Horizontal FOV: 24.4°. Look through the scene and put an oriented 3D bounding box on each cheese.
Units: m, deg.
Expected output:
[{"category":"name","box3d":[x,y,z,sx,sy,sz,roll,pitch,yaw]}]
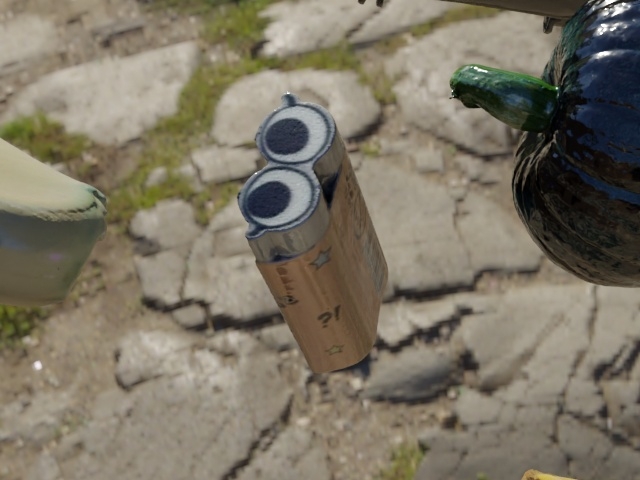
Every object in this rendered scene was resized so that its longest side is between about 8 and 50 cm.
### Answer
[{"category":"cheese","box3d":[-0.172,-0.027,0.614,0.171,0.048,0.092,26,18,5]}]

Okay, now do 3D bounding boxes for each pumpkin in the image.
[{"category":"pumpkin","box3d":[0.222,-0.091,1.187,0.248,0.248,0.248,-6,40,6]}]

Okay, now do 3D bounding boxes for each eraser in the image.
[{"category":"eraser","box3d":[0.000,0.000,1.507,0.087,0.290,0.171,3,61,16]}]

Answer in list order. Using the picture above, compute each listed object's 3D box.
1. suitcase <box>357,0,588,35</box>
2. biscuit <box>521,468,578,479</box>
[{"category":"suitcase","box3d":[0.183,-0.417,1.482,0.283,0.434,0.194,8,35,-4]},{"category":"biscuit","box3d":[0.211,0.177,0.744,0.260,0.203,0.041,24,88,35]}]
